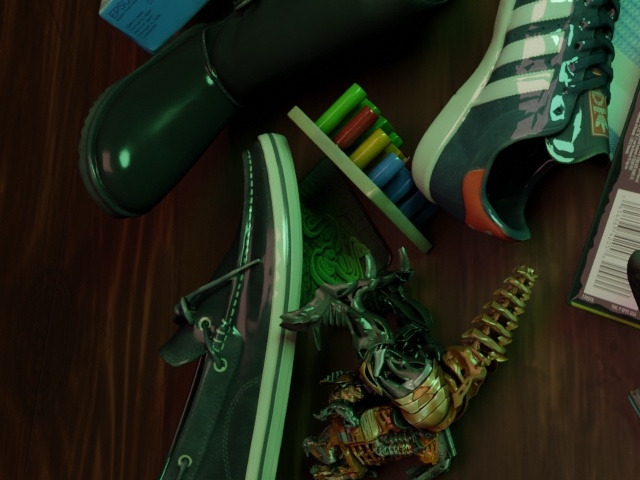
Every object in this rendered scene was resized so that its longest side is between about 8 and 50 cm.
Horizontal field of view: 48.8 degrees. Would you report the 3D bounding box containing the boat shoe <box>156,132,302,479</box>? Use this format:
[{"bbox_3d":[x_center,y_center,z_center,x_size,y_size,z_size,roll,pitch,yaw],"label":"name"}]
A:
[{"bbox_3d":[-0.112,0.113,0.847,0.187,0.156,0.500,-178,96,-84],"label":"boat shoe"}]

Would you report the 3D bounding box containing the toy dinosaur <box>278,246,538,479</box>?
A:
[{"bbox_3d":[0.091,0.133,0.749,0.322,0.164,0.218,-38,72,7],"label":"toy dinosaur"}]

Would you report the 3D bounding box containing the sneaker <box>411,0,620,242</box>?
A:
[{"bbox_3d":[0.225,-0.152,0.639,0.148,0.131,0.350,49,125,39],"label":"sneaker"}]

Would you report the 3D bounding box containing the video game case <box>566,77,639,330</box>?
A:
[{"bbox_3d":[0.361,-0.036,0.565,0.248,0.035,0.275,21,97,36],"label":"video game case"}]

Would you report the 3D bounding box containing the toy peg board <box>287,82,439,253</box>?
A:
[{"bbox_3d":[0.068,-0.088,0.787,0.079,0.161,0.161,-45,54,6],"label":"toy peg board"}]

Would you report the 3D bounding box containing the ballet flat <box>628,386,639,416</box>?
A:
[{"bbox_3d":[0.300,0.170,0.593,0.041,0.041,0.114,-38,44,28],"label":"ballet flat"}]

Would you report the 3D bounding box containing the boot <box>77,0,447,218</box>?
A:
[{"bbox_3d":[-0.057,-0.214,0.846,0.445,0.146,0.367,-11,44,36],"label":"boot"}]

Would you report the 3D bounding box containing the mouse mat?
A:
[{"bbox_3d":[0.000,0.000,0.915,0.152,0.007,0.190,-44,57,24],"label":"mouse mat"}]

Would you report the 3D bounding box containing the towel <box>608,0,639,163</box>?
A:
[{"bbox_3d":[0.359,-0.181,0.637,0.285,0.034,0.209,-46,56,23],"label":"towel"}]

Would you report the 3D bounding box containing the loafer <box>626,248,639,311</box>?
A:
[{"bbox_3d":[0.380,0.079,0.447,0.130,0.134,0.366,-47,48,-13],"label":"loafer"}]

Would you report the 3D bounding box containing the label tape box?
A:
[{"bbox_3d":[-0.209,-0.479,1.070,0.240,0.106,0.334,-33,44,29],"label":"label tape box"}]
